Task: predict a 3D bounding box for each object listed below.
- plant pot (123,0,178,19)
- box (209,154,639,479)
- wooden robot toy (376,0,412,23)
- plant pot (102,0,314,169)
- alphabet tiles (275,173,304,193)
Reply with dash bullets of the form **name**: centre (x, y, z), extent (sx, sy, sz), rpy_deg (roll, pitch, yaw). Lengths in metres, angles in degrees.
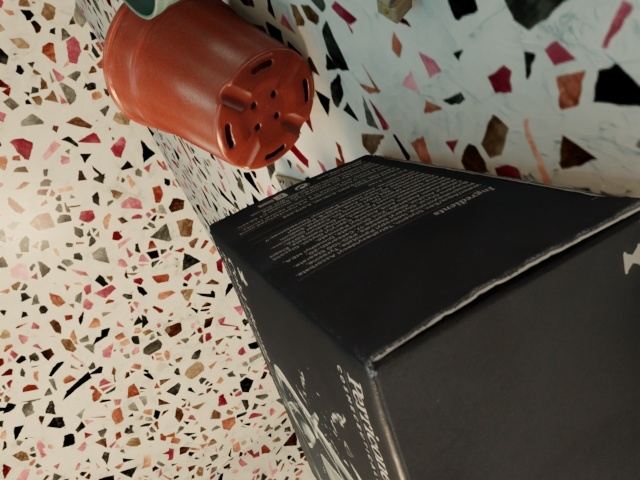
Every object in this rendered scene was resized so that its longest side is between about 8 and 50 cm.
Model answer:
- **plant pot**: centre (-0.206, -0.467, 0.720), extent (0.293, 0.196, 0.293), rpy_deg (49, 161, 23)
- **box**: centre (0.128, 0.178, 0.691), extent (0.472, 0.298, 0.479), rpy_deg (26, 139, 62)
- **wooden robot toy**: centre (0.090, -0.260, 0.525), extent (0.079, 0.076, 0.173), rpy_deg (40, 160, 13)
- **plant pot**: centre (-0.171, -0.261, 0.937), extent (0.265, 0.272, 0.272), rpy_deg (36, 155, 31)
- **alphabet tiles**: centre (0.000, 0.000, 1.333), extent (0.285, 0.011, 0.342), rpy_deg (24, 144, 60)
